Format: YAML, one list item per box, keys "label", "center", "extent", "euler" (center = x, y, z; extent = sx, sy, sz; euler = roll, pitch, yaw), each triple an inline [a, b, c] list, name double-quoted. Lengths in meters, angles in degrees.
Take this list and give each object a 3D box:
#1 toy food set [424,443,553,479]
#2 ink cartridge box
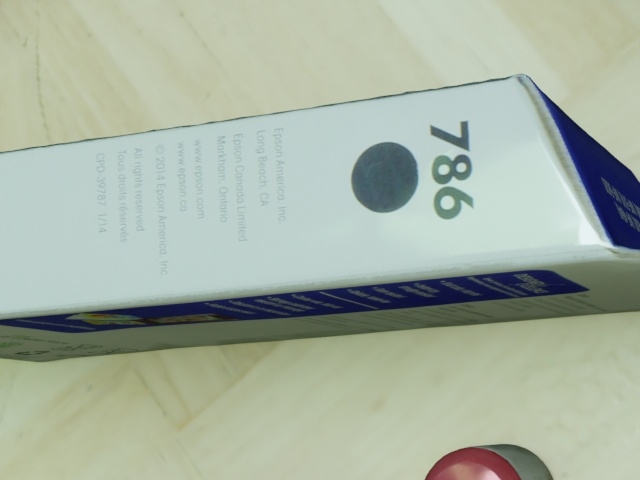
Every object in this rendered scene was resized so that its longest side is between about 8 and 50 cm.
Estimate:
- label: "toy food set"
  center: [0.008, 0.145, 0.570]
  extent: [0.232, 0.104, 0.111]
  euler: [-26, 75, 17]
- label: "ink cartridge box"
  center: [0.000, 0.000, 0.559]
  extent: [0.333, 0.165, 0.065]
  euler: [-5, 81, 20]
